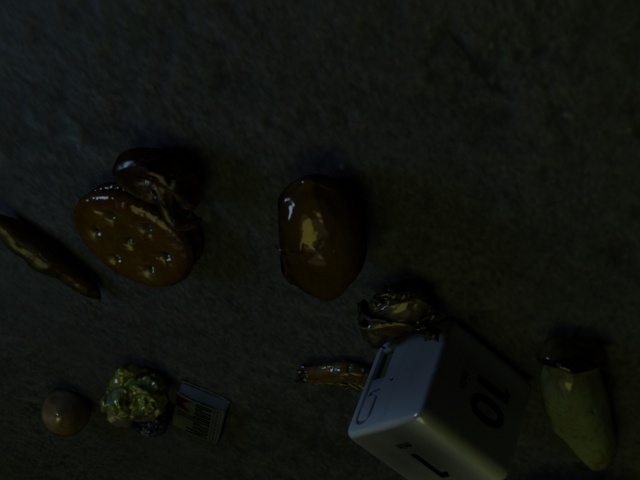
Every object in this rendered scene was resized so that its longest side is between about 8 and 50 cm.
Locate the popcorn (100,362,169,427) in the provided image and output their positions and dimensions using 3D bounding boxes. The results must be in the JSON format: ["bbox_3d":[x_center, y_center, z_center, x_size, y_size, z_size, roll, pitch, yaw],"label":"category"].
[{"bbox_3d":[-0.386,0.326,2.100,0.126,0.126,0.145,32,119,-35],"label":"popcorn"}]

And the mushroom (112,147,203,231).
[{"bbox_3d":[-0.232,-0.081,1.516,0.135,0.080,0.170,8,144,42],"label":"mushroom"}]

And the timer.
[{"bbox_3d":[0.193,0.272,1.624,0.195,0.192,0.194,38,143,-18],"label":"timer"}]

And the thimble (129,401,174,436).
[{"bbox_3d":[-0.377,0.382,2.214,0.095,0.066,0.104,35,141,-16],"label":"thimble"}]

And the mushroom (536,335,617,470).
[{"bbox_3d":[0.407,0.264,1.587,0.107,0.087,0.333,5,143,24],"label":"mushroom"}]

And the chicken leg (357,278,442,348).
[{"bbox_3d":[0.108,0.125,1.589,0.125,0.080,0.196,32,147,-25],"label":"chicken leg"}]

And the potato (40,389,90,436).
[{"bbox_3d":[-0.598,0.404,2.341,0.112,0.112,0.147,20,152,6],"label":"potato"}]

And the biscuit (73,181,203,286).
[{"bbox_3d":[-0.299,-0.012,1.657,0.221,0.066,0.220,15,140,13],"label":"biscuit"}]

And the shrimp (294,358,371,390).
[{"bbox_3d":[0.029,0.248,1.833,0.180,0.041,0.099,-5,150,33],"label":"shrimp"}]

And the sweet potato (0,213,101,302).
[{"bbox_3d":[-0.499,0.034,1.836,0.274,0.067,0.067,41,142,-26],"label":"sweet potato"}]

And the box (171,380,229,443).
[{"bbox_3d":[-0.258,0.372,2.155,0.115,0.035,0.177,22,145,4],"label":"box"}]

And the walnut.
[{"bbox_3d":[0.000,0.000,1.439,0.137,0.137,0.245,11,135,18],"label":"walnut"}]
